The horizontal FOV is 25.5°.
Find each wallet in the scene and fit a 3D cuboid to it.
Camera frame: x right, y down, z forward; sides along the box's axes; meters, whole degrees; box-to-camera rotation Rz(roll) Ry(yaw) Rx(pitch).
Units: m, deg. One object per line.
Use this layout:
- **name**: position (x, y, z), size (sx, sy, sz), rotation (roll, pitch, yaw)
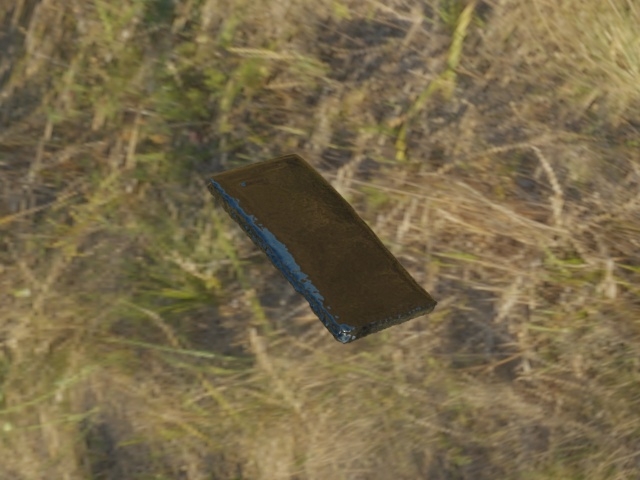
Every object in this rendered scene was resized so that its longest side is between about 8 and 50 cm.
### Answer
- **wallet**: position (0.000, 0.000, 1.401), size (0.244, 0.124, 0.025), rotation (48, 138, 32)
